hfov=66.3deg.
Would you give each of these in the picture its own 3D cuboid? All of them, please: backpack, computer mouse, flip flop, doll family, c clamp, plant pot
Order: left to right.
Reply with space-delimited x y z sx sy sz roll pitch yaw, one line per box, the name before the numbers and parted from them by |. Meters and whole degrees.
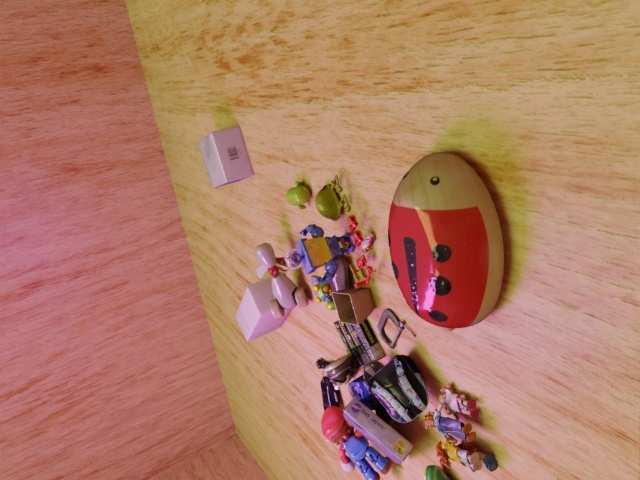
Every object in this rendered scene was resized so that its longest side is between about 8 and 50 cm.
computer mouse | 0.055 0.633 2.076 0.184 0.060 0.262 153 107 -66
plant pot | 0.117 0.209 1.635 0.109 0.096 0.109 -4 104 58
backpack | 0.176 0.547 1.754 0.101 0.097 0.120 -29 82 58
flip flop | 0.218 0.511 1.663 0.080 0.112 0.277 -70 -42 -65
c clamp | 0.231 0.293 1.568 0.137 0.022 0.161 54 148 27
backpack | 0.253 0.455 1.491 0.158 0.117 0.173 -46 62 12
doll family | 0.370 0.547 1.381 0.163 0.118 0.263 -11 99 62

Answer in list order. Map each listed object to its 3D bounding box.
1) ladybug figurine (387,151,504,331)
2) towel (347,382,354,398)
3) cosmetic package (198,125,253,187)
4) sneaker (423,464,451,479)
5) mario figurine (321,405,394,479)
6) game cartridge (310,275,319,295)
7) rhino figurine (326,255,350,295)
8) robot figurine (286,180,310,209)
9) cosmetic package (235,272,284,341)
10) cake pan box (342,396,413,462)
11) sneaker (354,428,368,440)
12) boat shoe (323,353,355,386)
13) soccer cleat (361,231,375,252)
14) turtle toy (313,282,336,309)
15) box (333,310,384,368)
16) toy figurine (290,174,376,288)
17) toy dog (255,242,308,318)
ladybug figurine | 0.275 0.024 1.160 0.305 0.161 0.450 16 121 57
towel | 0.137 0.612 1.961 0.083 0.009 0.060 33 136 50
cosmetic package | -0.428 -0.368 2.194 0.224 0.138 0.224 -3 105 63
sneaker | 0.432 0.812 1.491 0.296 0.109 0.124 53 125 32
mario figurine | 0.138 0.773 1.905 0.320 0.198 0.170 46 151 15
game cartridge | -0.013 0.182 1.941 0.056 0.017 0.083 1 109 57
rhino figurine | 0.066 0.152 1.718 0.106 0.073 0.244 28 133 56
robot figurine | -0.081 -0.163 1.777 0.115 0.067 0.101 -2 94 61
cosmetic package | -0.258 0.318 2.280 0.155 0.196 0.366 60 149 20
cake pan box | 0.192 0.657 1.681 0.245 0.070 0.267 37 162 21
sneaker | 0.146 0.754 1.974 0.051 0.070 0.135 -28 83 65
boat shoe | 0.078 0.484 1.803 0.091 0.109 0.305 62 176 15
soccer cleat | 0.147 0.007 1.526 0.036 0.029 0.083 63 150 31
turtle toy | 0.029 0.197 1.809 0.066 0.095 0.130 6 116 37
box | 0.134 0.354 1.760 0.191 0.045 0.184 62 154 12
toy figurine | 0.000 0.000 1.545 0.191 0.217 0.363 126 124 -72
toy dog | -0.161 0.153 2.041 0.161 0.219 0.334 -94 2 -72
